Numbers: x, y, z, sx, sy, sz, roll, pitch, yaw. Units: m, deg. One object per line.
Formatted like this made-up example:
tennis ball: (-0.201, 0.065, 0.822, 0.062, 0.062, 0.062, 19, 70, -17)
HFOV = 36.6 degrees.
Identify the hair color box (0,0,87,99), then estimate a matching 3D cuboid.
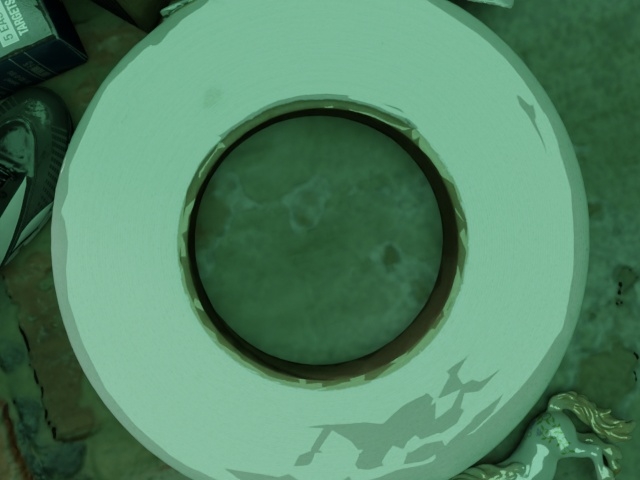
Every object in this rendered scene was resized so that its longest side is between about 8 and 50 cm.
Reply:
hair color box: (-0.363, -0.139, 0.672, 0.347, 0.105, 0.174, -25, 93, -1)

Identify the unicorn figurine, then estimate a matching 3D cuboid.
unicorn figurine: (0.163, 0.186, 0.743, 0.111, 0.060, 0.162, 35, 74, -3)

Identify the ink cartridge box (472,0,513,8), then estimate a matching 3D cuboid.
ink cartridge box: (0.064, -0.284, 0.700, 0.181, 0.056, 0.225, 9, 86, -4)

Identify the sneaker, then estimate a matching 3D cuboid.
sneaker: (-0.253, -0.007, 0.682, 0.078, 0.106, 0.234, 34, 91, -5)

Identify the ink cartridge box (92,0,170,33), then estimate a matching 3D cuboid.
ink cartridge box: (-0.105, -0.271, 0.634, 0.088, 0.193, 0.235, 28, 91, -4)

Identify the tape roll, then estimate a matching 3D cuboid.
tape roll: (0.000, 0.000, 0.714, 0.392, 0.072, 0.392, 0, 92, -2)
